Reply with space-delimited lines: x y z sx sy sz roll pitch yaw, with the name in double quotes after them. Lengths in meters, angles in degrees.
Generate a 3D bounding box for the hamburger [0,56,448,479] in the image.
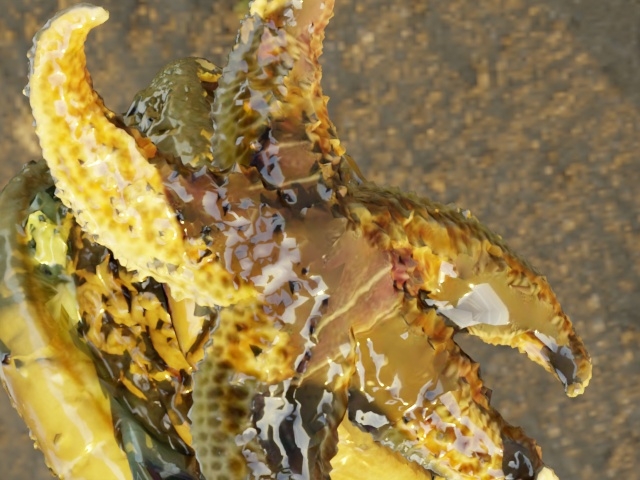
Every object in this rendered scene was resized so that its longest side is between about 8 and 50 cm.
-0.065 0.043 0.966 0.195 0.277 0.318 -31 61 23 "hamburger"

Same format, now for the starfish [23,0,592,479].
-0.002 0.000 0.542 0.071 0.238 0.216 -22 45 50 "starfish"
